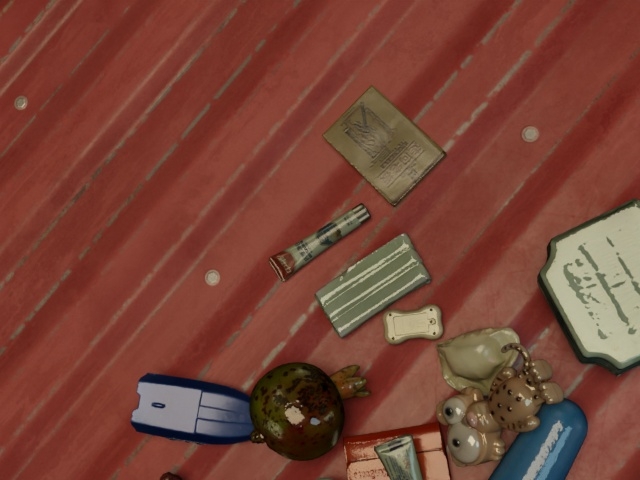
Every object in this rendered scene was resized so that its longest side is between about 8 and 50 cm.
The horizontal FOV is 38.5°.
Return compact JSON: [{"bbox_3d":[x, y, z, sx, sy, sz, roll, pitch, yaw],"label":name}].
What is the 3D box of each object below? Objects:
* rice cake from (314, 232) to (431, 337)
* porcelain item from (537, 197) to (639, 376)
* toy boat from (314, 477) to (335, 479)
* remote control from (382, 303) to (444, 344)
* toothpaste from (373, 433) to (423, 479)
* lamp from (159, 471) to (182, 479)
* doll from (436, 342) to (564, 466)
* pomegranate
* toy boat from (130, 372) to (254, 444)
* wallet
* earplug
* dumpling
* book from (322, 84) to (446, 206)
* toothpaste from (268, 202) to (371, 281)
[{"bbox_3d":[0.106,0.092,1.899,0.237,0.043,0.127,-32,74,5],"label":"rice cake"},{"bbox_3d":[0.575,0.091,1.729,0.281,0.157,0.286,-28,73,5],"label":"porcelain item"},{"bbox_3d":[0.036,0.566,1.800,0.134,0.078,0.208,-30,80,38],"label":"toy boat"},{"bbox_3d":[0.189,0.171,1.868,0.122,0.032,0.074,-7,82,11],"label":"remote control"},{"bbox_3d":[0.183,0.505,1.761,0.069,0.047,0.269,-17,97,33],"label":"toothpaste"},{"bbox_3d":[-0.304,0.600,1.853,0.215,0.151,0.223,-35,30,-1],"label":"lamp"},{"bbox_3d":[0.329,0.315,1.716,0.278,0.119,0.154,-51,54,34],"label":"doll"},{"bbox_3d":[-0.020,0.339,1.822,0.245,0.198,0.198,4,77,-27],"label":"pomegranate"},{"bbox_3d":[-0.237,0.361,1.911,0.295,0.088,0.129,8,80,4],"label":"toy boat"},{"bbox_3d":[0.151,0.446,1.815,0.204,0.045,0.142,-12,78,11],"label":"wallet"},{"bbox_3d":[0.407,0.421,1.723,0.132,0.132,0.273,30,83,17],"label":"earplug"},{"bbox_3d":[0.316,0.242,1.793,0.169,0.100,0.134,-19,88,11],"label":"dumpling"},{"bbox_3d":[0.133,-0.203,1.961,0.161,0.026,0.231,-45,73,1],"label":"book"},{"bbox_3d":[0.000,0.000,1.947,0.239,0.039,0.062,-33,80,7],"label":"toothpaste"}]
